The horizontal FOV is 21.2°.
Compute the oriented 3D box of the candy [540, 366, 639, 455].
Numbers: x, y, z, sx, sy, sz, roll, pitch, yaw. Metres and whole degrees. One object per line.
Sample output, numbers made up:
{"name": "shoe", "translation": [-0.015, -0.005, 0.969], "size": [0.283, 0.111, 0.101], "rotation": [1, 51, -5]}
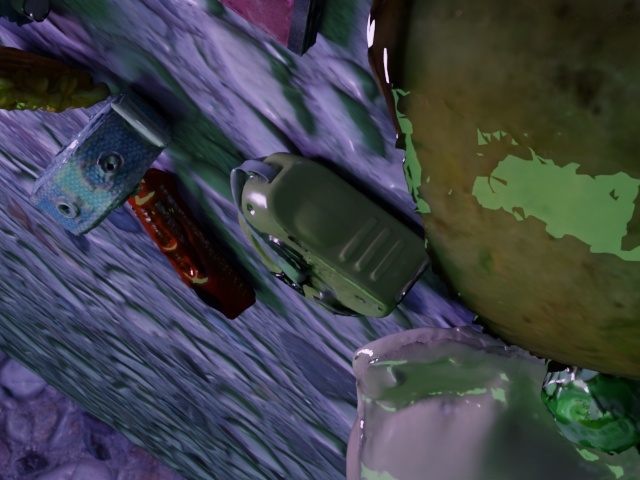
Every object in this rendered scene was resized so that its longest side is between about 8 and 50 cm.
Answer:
{"name": "candy", "translation": [0.269, 0.168, 1.344], "size": [0.097, 0.097, 0.323], "rotation": [23, 165, 44]}

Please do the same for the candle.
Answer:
{"name": "candle", "translation": [-0.148, -0.008, 1.798], "size": [0.084, 0.059, 0.301], "rotation": [15, 156, 29]}

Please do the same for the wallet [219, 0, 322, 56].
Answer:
{"name": "wallet", "translation": [-0.046, -0.203, 1.097], "size": [0.119, 0.025, 0.232], "rotation": [37, 163, 8]}

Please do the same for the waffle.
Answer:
{"name": "waffle", "translation": [-0.329, -0.152, 1.606], "size": [0.238, 0.058, 0.243], "rotation": [18, -166, 41]}

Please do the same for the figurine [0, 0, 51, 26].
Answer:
{"name": "figurine", "translation": [-0.292, -0.222, 1.563], "size": [0.106, 0.047, 0.060], "rotation": [19, -169, 34]}

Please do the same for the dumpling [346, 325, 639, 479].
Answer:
{"name": "dumpling", "translation": [0.180, 0.209, 1.506], "size": [0.315, 0.233, 0.395], "rotation": [-6, 127, 23]}

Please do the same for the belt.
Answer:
{"name": "belt", "translation": [-0.201, -0.071, 1.597], "size": [0.082, 0.147, 0.163], "rotation": [40, -172, -10]}

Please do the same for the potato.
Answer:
{"name": "potato", "translation": [0.176, -0.038, 0.748], "size": [0.242, 0.242, 0.285], "rotation": [23, 151, 44]}

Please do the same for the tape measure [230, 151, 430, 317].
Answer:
{"name": "tape measure", "translation": [0.000, 0.000, 1.437], "size": [0.177, 0.087, 0.154], "rotation": [39, 165, 7]}
